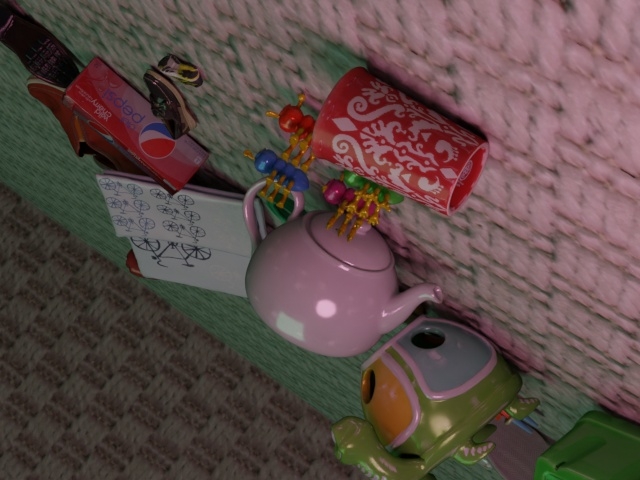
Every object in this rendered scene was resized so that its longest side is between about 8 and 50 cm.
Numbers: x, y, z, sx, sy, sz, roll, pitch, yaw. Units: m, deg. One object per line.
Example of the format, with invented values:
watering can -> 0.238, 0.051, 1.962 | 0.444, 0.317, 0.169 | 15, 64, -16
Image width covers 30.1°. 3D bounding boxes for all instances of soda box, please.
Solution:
soda box -> -0.327, -0.199, 2.101 | 0.263, 0.092, 0.083 | 40, 167, -9

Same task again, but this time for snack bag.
snack bag -> -0.248, 0.003, 2.296 | 0.323, 0.037, 0.342 | 11, 145, 14

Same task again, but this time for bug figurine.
bug figurine -> 0.003, -0.094, 1.636 | 0.216, 0.072, 0.279 | 33, 162, -4

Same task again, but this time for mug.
mug -> 0.100, -0.113, 1.323 | 0.169, 0.150, 0.113 | 29, 128, 19

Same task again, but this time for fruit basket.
fruit basket -> 0.461, 0.448, 1.783 | 0.283, 0.392, 0.392 | 19, 156, 46

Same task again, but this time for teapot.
teapot -> 0.016, 0.037, 1.802 | 0.256, 0.187, 0.252 | 14, -150, -25

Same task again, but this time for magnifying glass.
magnifying glass -> 0.000, 0.000, 2.046 | 0.231, 0.026, 0.092 | 39, 166, -3

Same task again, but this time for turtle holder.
turtle holder -> 0.158, 0.265, 1.894 | 0.227, 0.320, 0.243 | 51, 170, 7

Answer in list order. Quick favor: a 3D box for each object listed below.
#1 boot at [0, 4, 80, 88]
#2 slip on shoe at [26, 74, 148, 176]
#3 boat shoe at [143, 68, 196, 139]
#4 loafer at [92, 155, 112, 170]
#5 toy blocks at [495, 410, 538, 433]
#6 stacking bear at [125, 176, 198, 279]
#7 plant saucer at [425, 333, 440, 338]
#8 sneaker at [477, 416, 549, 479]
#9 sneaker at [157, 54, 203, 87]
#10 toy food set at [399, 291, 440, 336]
boot -> -0.531, -0.366, 2.189 | 0.219, 0.082, 0.106 | 39, -171, -18
slip on shoe -> -0.467, -0.221, 2.380 | 0.331, 0.101, 0.123 | 38, 168, 9
boat shoe -> -0.250, -0.217, 1.935 | 0.056, 0.049, 0.152 | 29, 163, 36
loafer -> -0.455, -0.165, 2.652 | 0.125, 0.045, 0.039 | 28, 169, 29
toy blocks -> 0.312, 0.291, 2.117 | 0.148, 0.054, 0.123 | 38, 166, 3
stacking bear -> -0.304, -0.049, 2.412 | 0.164, 0.175, 0.289 | 13, 155, -1
plant saucer -> 0.215, 0.191, 2.079 | 0.119, 0.021, 0.119 | 26, 170, 5
sneaker -> 0.360, 0.404, 2.274 | 0.292, 0.108, 0.169 | 40, 172, 39
sneaker -> -0.209, -0.248, 1.771 | 0.083, 0.031, 0.035 | 29, 164, 34
toy food set -> 0.123, 0.105, 2.026 | 0.132, 0.038, 0.192 | 20, 172, 36
